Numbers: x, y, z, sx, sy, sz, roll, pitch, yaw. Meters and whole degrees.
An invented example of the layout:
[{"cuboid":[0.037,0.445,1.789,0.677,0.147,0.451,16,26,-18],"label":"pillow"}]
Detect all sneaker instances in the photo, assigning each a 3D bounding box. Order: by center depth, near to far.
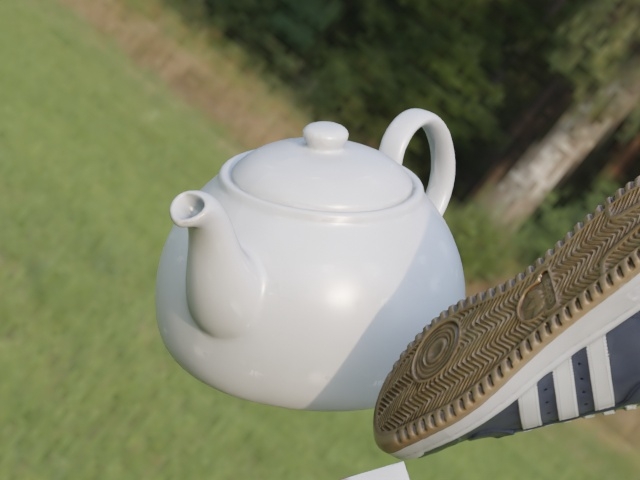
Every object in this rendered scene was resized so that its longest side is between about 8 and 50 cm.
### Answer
[{"cuboid":[0.173,0.082,1.213,0.153,0.282,0.099,34,34,-27],"label":"sneaker"}]

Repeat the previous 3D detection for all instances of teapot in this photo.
[{"cuboid":[0.000,0.000,1.431,0.253,0.187,0.256,2,20,-10],"label":"teapot"}]

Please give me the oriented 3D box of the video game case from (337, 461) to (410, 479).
[{"cuboid":[-0.034,0.237,0.960,0.042,0.232,0.210,84,-11,-55],"label":"video game case"}]
